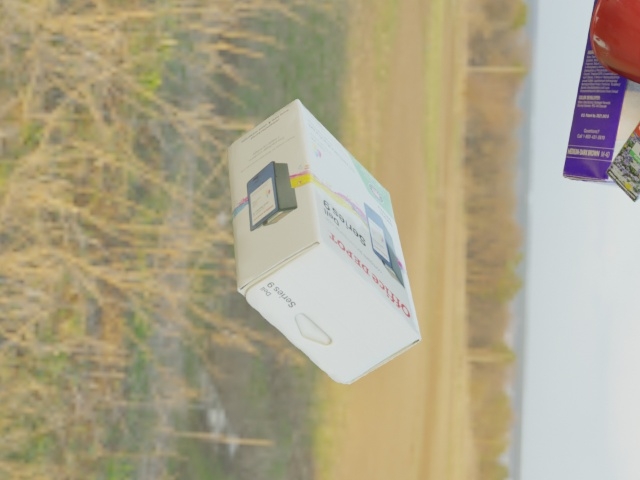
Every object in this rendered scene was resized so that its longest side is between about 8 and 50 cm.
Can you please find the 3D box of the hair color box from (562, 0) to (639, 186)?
[{"bbox_3d":[0.422,-0.225,1.582,0.110,0.185,0.339,-167,-94,-67],"label":"hair color box"}]

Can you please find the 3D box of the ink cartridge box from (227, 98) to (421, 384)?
[{"bbox_3d":[0.000,0.000,1.178,0.154,0.093,0.212,44,25,-33],"label":"ink cartridge box"}]

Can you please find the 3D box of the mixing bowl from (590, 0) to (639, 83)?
[{"bbox_3d":[0.391,-0.226,1.402,0.181,0.181,0.098,83,-16,-45],"label":"mixing bowl"}]

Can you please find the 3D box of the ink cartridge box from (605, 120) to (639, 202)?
[{"bbox_3d":[0.214,-0.071,0.776,0.029,0.063,0.115,49,-17,13],"label":"ink cartridge box"}]
